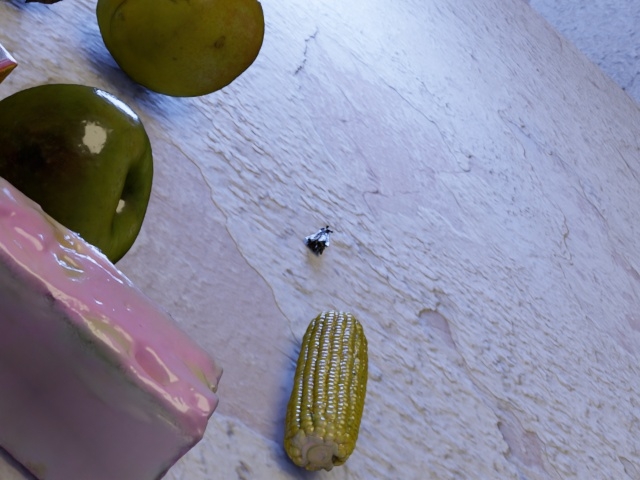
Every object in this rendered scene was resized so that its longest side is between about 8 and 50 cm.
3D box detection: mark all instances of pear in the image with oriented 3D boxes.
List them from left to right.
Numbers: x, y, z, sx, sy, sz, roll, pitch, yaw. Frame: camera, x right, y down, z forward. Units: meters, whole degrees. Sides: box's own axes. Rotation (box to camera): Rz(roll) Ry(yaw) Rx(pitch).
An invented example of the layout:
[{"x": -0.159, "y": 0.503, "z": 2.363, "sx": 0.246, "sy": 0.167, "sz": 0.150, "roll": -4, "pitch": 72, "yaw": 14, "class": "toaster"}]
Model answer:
[{"x": -0.167, "y": -0.267, "z": 1.866, "sx": 0.200, "sy": 0.200, "sz": 0.200, "roll": 38, "pitch": 26, "yaw": -22, "class": "pear"}]

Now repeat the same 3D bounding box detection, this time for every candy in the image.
[{"x": -0.221, "y": 0.089, "z": 1.267, "sx": 0.265, "sy": 0.155, "sz": 0.116, "roll": 44, "pitch": 27, "yaw": -10, "class": "candy"}]

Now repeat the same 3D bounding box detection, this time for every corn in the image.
[{"x": 0.009, "y": 0.159, "z": 1.647, "sx": 0.081, "sy": 0.081, "sz": 0.248, "roll": 42, "pitch": 24, "yaw": -15, "class": "corn"}]

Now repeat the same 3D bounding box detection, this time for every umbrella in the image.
[{"x": 0.000, "y": -0.002, "z": 1.956, "sx": 0.031, "sy": 0.020, "sz": 0.083, "roll": 10, "pitch": 23, "yaw": 10, "class": "umbrella"}]

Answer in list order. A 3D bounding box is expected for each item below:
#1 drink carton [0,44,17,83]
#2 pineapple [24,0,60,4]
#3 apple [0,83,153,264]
[{"x": -0.377, "y": -0.139, "z": 1.420, "sx": 0.071, "sy": 0.096, "sz": 0.223, "roll": 48, "pitch": 24, "yaw": -3, "class": "drink carton"}, {"x": -0.372, "y": -0.408, "z": 1.822, "sx": 0.130, "sy": 0.119, "sz": 0.277, "roll": -23, "pitch": 70, "yaw": -46, "class": "pineapple"}, {"x": -0.243, "y": -0.055, "z": 1.420, "sx": 0.157, "sy": 0.196, "sz": 0.196, "roll": 21, "pitch": 19, "yaw": 15, "class": "apple"}]
